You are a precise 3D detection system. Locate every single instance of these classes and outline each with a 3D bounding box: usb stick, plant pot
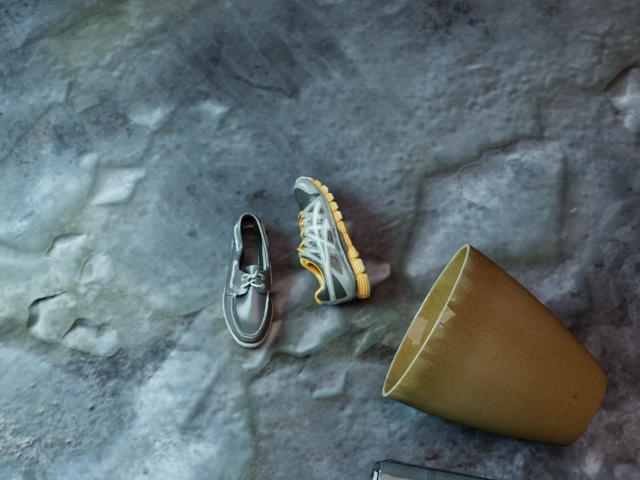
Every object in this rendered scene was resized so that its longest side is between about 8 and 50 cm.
[{"bbox_3d":[0.203,0.353,1.649,0.277,0.045,0.077,10,62,5],"label":"usb stick"},{"bbox_3d":[0.249,0.169,1.667,0.254,0.237,0.237,30,65,-2],"label":"plant pot"}]

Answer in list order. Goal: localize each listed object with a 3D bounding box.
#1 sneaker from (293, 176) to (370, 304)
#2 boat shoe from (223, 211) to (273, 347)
[{"bbox_3d":[0.000,0.000,1.818,0.083,0.084,0.215,-22,65,-6],"label":"sneaker"},{"bbox_3d":[-0.107,0.054,1.797,0.075,0.065,0.206,-1,62,0],"label":"boat shoe"}]
